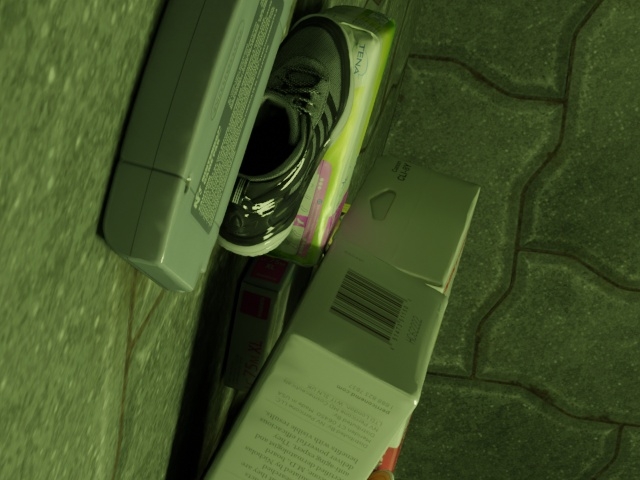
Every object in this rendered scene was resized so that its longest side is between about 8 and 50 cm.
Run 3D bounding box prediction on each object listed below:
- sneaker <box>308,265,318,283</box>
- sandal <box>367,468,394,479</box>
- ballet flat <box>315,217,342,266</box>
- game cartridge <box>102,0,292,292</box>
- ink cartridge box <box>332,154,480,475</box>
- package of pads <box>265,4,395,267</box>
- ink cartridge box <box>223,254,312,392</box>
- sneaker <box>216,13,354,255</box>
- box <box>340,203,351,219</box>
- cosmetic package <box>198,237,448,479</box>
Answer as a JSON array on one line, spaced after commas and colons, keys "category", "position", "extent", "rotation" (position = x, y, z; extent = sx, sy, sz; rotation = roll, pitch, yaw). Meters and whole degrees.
[{"category": "sneaker", "position": [-0.018, 0.117, 1.977], "extent": [0.148, 0.131, 0.350], "rotation": [-65, 170, -1]}, {"category": "sandal", "position": [-0.007, 0.402, 1.638], "extent": [0.265, 0.076, 0.102], "rotation": [-39, -148, 23]}, {"category": "ballet flat", "position": [0.019, 0.048, 2.170], "extent": [0.073, 0.080, 0.232], "rotation": [-45, 137, -31]}, {"category": "game cartridge", "position": [-0.084, -0.115, 0.880], "extent": [0.198, 0.062, 0.297], "rotation": [61, 46, -77]}, {"category": "ink cartridge box", "position": [0.089, 0.116, 1.679], "extent": [0.279, 0.160, 0.384], "rotation": [-62, 166, -54]}, {"category": "package of pads", "position": [0.000, -0.133, 1.423], "extent": [0.229, 0.101, 0.296], "rotation": [-60, 166, -73]}, {"category": "ink cartridge box", "position": [-0.054, 0.048, 1.637], "extent": [0.311, 0.065, 0.185], "rotation": [-63, 168, -54]}, {"category": "sneaker", "position": [-0.030, -0.124, 1.116], "extent": [0.153, 0.101, 0.268], "rotation": [100, 11, -70]}, {"category": "box", "position": [0.023, 0.041, 2.429], "extent": [0.087, 0.058, 0.232], "rotation": [82, 25, -76]}, {"category": "cosmetic package", "position": [-0.032, 0.248, 1.411], "extent": [0.453, 0.162, 0.230], "rotation": [-61, -179, 31]}]
